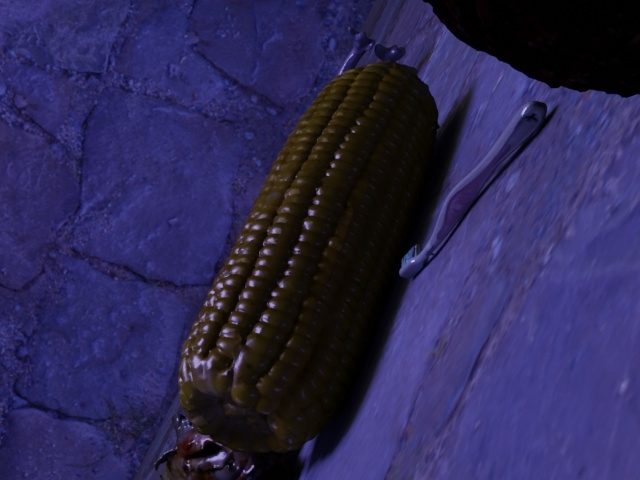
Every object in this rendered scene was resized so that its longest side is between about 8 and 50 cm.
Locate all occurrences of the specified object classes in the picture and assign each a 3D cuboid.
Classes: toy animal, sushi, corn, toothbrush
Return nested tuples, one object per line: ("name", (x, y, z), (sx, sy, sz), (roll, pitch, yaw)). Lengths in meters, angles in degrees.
("toy animal", (0.032, -0.129, 1.391), (0.367, 0.081, 0.205), (-102, 28, -80))
("sushi", (-0.086, 0.183, 1.040), (0.226, 0.097, 0.103), (-49, 16, 57))
("corn", (0.000, 0.000, 0.970), (0.131, 0.131, 0.344), (-53, 12, 57))
("toothbrush", (0.095, -0.027, 0.816), (0.204, 0.017, 0.022), (125, 151, -53))

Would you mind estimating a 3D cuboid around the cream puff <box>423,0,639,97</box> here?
("cream puff", (0.127, -0.160, 0.419), (0.239, 0.165, 0.239), (-156, 90, -82))
